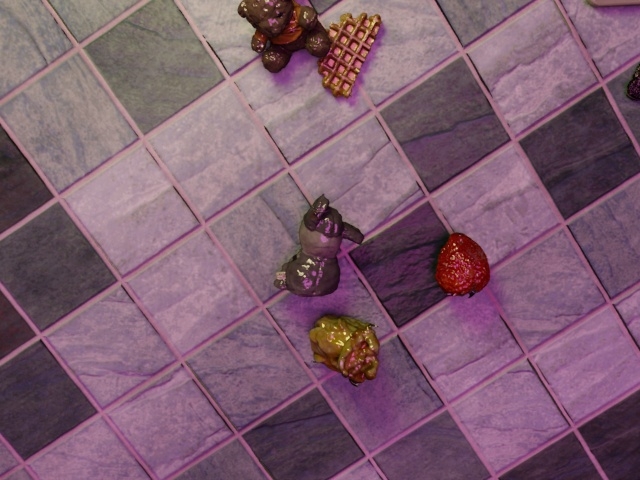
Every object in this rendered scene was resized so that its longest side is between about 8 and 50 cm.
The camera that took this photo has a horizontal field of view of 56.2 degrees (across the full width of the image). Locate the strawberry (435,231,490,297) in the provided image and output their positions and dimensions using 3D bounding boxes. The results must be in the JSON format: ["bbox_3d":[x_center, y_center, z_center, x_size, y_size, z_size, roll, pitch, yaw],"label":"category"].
[{"bbox_3d":[0.349,0.063,1.460,0.131,0.131,0.148,5,108,-4],"label":"strawberry"}]

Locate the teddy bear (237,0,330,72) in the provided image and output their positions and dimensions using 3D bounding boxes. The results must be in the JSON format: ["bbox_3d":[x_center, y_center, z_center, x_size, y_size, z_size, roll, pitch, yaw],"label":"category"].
[{"bbox_3d":[-0.087,-0.478,1.314,0.177,0.190,0.140,-13,66,26],"label":"teddy bear"}]

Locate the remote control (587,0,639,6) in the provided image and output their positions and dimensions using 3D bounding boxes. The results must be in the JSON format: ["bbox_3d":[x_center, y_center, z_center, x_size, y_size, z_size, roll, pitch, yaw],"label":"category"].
[{"bbox_3d":[0.727,-0.591,1.403,0.221,0.042,0.078,-4,101,-1],"label":"remote control"}]

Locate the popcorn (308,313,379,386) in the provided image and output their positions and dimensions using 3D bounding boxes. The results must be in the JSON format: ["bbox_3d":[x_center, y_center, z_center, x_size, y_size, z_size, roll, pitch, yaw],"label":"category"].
[{"bbox_3d":[0.061,0.250,1.440,0.168,0.195,0.173,38,90,-10],"label":"popcorn"}]

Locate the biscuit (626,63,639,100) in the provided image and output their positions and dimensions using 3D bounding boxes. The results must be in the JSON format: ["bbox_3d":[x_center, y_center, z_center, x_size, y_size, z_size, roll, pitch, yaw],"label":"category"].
[{"bbox_3d":[0.778,-0.385,1.449,0.087,0.027,0.089,-16,101,-1],"label":"biscuit"}]

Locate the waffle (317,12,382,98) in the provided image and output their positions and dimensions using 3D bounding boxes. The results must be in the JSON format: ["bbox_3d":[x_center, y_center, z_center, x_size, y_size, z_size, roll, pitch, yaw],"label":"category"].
[{"bbox_3d":[0.070,-0.430,1.397,0.160,0.046,0.192,-8,101,-1],"label":"waffle"}]

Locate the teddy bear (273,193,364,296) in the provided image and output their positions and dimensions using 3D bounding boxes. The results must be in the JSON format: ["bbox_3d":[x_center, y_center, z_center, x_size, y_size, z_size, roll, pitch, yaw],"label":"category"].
[{"bbox_3d":[0.007,0.015,1.434,0.171,0.144,0.251,16,100,-27],"label":"teddy bear"}]
